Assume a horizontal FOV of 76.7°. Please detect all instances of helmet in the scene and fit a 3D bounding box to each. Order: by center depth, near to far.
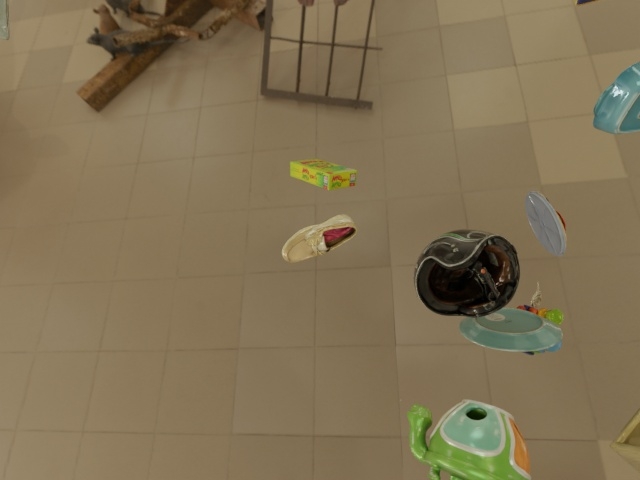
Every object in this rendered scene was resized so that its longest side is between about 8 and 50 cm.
[{"bbox_3d":[0.260,0.059,0.752,0.169,0.161,0.169,4,82,-29],"label":"helmet"}]

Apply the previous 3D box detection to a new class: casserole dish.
[{"bbox_3d":[0.495,-0.207,0.586,0.188,0.114,0.037,-10,50,-6],"label":"casserole dish"}]

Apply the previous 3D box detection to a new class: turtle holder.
[{"bbox_3d":[0.410,0.570,1.113,0.243,0.320,0.227,31,66,-15],"label":"turtle holder"}]

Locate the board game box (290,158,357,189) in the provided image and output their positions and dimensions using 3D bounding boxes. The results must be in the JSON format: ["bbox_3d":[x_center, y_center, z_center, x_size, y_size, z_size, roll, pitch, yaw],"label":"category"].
[{"bbox_3d":[0.004,-0.183,1.099,0.092,0.043,0.181,-15,28,-34],"label":"board game box"}]

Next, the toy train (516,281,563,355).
[{"bbox_3d":[0.696,0.233,1.265,0.105,0.143,0.248,23,75,-4],"label":"toy train"}]

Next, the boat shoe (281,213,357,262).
[{"bbox_3d":[0.000,0.000,0.850,0.170,0.063,0.059,-29,30,-7],"label":"boat shoe"}]

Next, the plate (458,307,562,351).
[{"bbox_3d":[0.374,0.168,0.808,0.188,0.188,0.024,-5,103,9],"label":"plate"}]

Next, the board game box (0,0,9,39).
[{"bbox_3d":[-0.488,-0.418,0.559,0.303,0.097,0.224,37,119,45],"label":"board game box"}]

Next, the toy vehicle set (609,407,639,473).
[{"bbox_3d":[0.360,0.083,0.314,0.267,0.166,0.035,-45,68,-7],"label":"toy vehicle set"}]

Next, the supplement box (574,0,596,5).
[{"bbox_3d":[0.674,-0.623,0.737,0.356,0.195,0.194,-5,83,24],"label":"supplement box"}]

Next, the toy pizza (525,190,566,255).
[{"bbox_3d":[0.649,-0.052,1.157,0.032,0.201,0.201,-22,66,9],"label":"toy pizza"}]
